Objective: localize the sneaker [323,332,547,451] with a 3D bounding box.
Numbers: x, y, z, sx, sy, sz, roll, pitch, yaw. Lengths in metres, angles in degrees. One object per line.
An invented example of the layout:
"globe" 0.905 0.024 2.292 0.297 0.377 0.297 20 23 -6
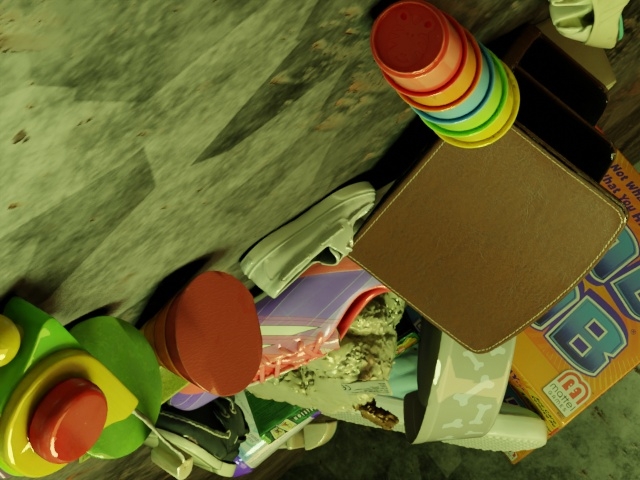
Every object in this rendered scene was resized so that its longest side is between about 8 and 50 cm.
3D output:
"sneaker" 0.163 0.213 2.282 0.135 0.366 0.150 61 41 -72

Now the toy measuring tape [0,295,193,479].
"toy measuring tape" -0.206 0.155 1.251 0.121 0.121 0.330 -39 145 -5

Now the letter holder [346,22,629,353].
"letter holder" 0.203 -0.042 1.674 0.152 0.214 0.302 -52 -179 -43

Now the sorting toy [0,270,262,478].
"sorting toy" -0.215 0.130 1.423 0.126 0.127 0.365 -9 -170 42

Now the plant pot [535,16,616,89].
"plant pot" 0.259 -0.179 1.703 0.109 0.096 0.109 -29 165 -44

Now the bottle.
"bottle" -0.051 0.219 2.242 0.283 0.118 0.092 -40 169 4

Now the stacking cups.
"stacking cups" 0.105 -0.139 1.336 0.096 0.096 0.316 -42 169 11

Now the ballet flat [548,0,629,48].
"ballet flat" 0.265 -0.246 1.537 0.086 0.086 0.248 -39 168 -4

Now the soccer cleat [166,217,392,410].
"soccer cleat" -0.044 0.109 1.797 0.318 0.116 0.108 -41 169 4

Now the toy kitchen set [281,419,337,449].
"toy kitchen set" -0.077 0.247 2.440 0.207 0.166 0.122 -4 176 13

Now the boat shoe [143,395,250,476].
"boat shoe" -0.152 0.229 1.968 0.340 0.127 0.113 53 58 -72

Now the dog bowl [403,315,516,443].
"dog bowl" 0.191 0.107 2.079 0.349 0.102 0.349 -171 -90 -86

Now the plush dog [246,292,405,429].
"plush dog" 0.044 0.108 2.001 0.225 0.210 0.262 -65 -173 -33

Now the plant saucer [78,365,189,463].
"plant saucer" -0.191 0.145 1.631 0.188 0.045 0.188 -36 169 -19

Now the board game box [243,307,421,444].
"board game box" 0.009 0.162 2.137 0.259 0.136 0.030 -35 133 10

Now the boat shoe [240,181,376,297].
"boat shoe" 0.000 0.000 1.638 0.184 0.063 0.066 -32 167 -37

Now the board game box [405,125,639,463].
"board game box" 0.358 0.083 2.442 0.356 0.356 0.356 -37 169 -14
